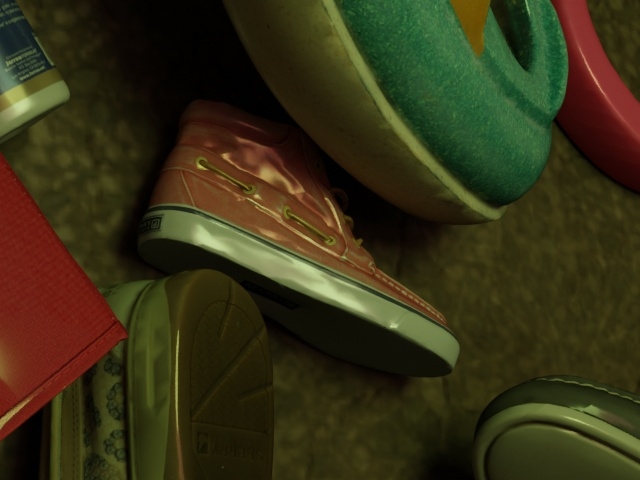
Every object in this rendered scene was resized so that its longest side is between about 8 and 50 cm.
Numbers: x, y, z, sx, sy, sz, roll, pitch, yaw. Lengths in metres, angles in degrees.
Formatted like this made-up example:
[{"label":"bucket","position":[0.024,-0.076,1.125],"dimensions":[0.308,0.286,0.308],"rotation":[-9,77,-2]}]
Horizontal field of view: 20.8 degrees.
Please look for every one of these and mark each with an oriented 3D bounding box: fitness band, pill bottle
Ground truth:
[{"label":"fitness band","position":[0.247,-0.119,1.075],"dimensions":[0.291,0.054,0.209],"rotation":[11,69,-32]},{"label":"pill bottle","position":[-0.166,-0.096,0.752],"dimensions":[0.067,0.067,0.120],"rotation":[-36,97,-39]}]

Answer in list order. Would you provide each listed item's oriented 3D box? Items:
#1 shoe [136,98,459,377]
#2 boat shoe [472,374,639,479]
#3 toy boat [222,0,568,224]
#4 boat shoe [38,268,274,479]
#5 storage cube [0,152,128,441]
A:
[{"label":"shoe","position":[0.000,0.000,0.844],"dimensions":[0.178,0.063,0.081],"rotation":[26,64,-23]},{"label":"boat shoe","position":[0.199,0.150,0.925],"dimensions":[0.335,0.112,0.095],"rotation":[37,39,-28]},{"label":"toy boat","position":[0.045,-0.180,0.854],"dimensions":[0.267,0.148,0.318],"rotation":[41,39,-52]},{"label":"boat shoe","position":[-0.078,0.155,0.733],"dimensions":[0.104,0.089,0.285],"rotation":[33,57,-55]},{"label":"storage cube","position":[-0.222,0.026,0.595],"dimensions":[0.215,0.184,0.193],"rotation":[-39,99,-38]}]
